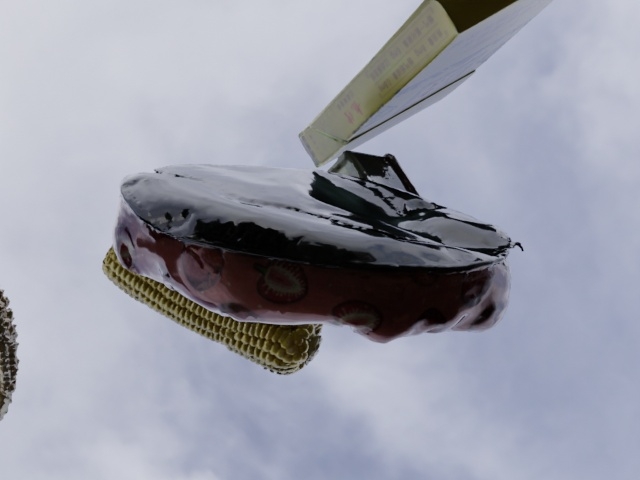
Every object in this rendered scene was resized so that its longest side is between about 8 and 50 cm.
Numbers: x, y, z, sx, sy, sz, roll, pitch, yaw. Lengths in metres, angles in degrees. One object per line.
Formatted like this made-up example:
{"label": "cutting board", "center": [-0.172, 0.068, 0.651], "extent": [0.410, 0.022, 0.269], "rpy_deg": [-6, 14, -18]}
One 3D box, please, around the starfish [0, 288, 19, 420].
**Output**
{"label": "starfish", "center": [-0.217, -0.006, 0.531], "extent": [0.071, 0.238, 0.216], "rpy_deg": [-45, -49, -12]}

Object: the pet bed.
{"label": "pet bed", "center": [0.000, 0.000, 0.551], "extent": [0.201, 0.201, 0.053], "rpy_deg": [0, -75, -26]}

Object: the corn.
{"label": "corn", "center": [-0.092, 0.050, 0.959], "extent": [0.203, 0.072, 0.072], "rpy_deg": [25, -98, 9]}

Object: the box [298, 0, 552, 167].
{"label": "box", "center": [0.092, -0.148, 0.877], "extent": [0.153, 0.279, 0.041], "rpy_deg": [-32, -93, -25]}

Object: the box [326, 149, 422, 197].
{"label": "box", "center": [0.037, -0.022, 0.837], "extent": [0.063, 0.085, 0.060], "rpy_deg": [9, -46, -48]}
